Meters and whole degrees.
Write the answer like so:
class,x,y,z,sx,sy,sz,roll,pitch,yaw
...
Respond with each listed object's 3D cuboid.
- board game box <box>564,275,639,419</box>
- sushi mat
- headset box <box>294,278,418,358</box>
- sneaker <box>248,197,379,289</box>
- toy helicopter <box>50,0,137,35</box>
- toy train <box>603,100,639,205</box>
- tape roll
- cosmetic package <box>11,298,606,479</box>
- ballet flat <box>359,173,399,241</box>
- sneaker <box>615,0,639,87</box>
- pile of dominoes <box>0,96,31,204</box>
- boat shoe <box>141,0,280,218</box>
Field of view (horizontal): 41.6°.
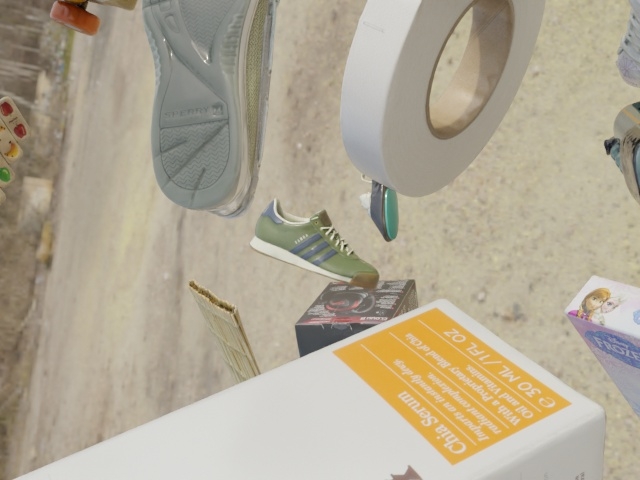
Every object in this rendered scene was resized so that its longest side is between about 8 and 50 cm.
class,x,y,z,sx,sy,sz,roll,pitch,yaw
board game box,0.467,0.194,0.924,0.066,0.318,0.319,-47,26,-13
sushi mat,-0.122,0.208,1.343,0.151,0.019,0.316,26,143,49
headset box,0.084,0.189,1.887,0.293,0.218,0.110,-46,-50,-65
sneaker,0.000,0.000,1.182,0.064,0.192,0.086,-30,-41,-80
toy helicopter,-0.366,-0.416,1.298,0.355,0.235,0.140,21,90,43
toy train,0.431,-0.115,0.955,0.334,0.190,0.142,-59,-48,-70
tape roll,0.173,-0.244,1.124,0.072,0.392,0.392,31,116,28
cosmetic package,-0.007,0.233,0.716,0.230,0.453,0.161,36,140,52
ballet flat,0.107,-0.097,1.525,0.074,0.074,0.203,169,104,-67
sneaker,0.440,-0.253,1.067,0.152,0.305,0.114,-43,65,27
pile of dominoes,-0.434,-0.102,0.982,0.040,0.196,0.251,-6,59,35
boat shoe,-0.098,-0.182,0.815,0.103,0.118,0.320,25,-118,-73
